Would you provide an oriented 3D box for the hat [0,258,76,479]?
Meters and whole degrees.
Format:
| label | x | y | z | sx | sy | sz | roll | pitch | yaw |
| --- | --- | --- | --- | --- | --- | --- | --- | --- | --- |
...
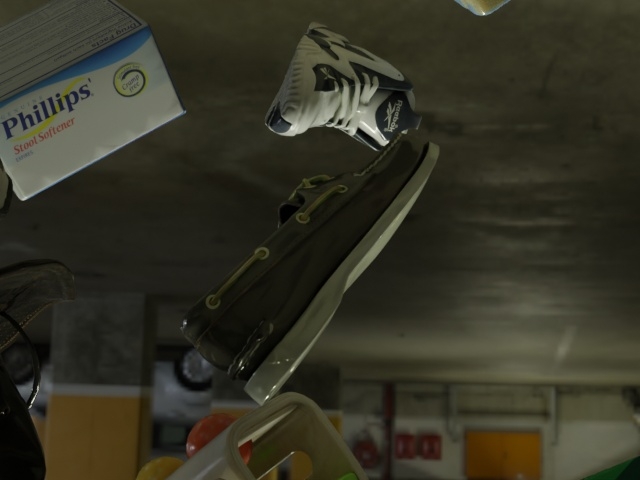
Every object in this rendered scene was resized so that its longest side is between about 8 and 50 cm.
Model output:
| label | x | y | z | sx | sy | sz | roll | pitch | yaw |
| --- | --- | --- | --- | --- | --- | --- | --- | --- | --- |
| hat | -0.260 | 0.141 | 0.701 | 0.331 | 0.134 | 0.331 | -29 | 177 | -1 |

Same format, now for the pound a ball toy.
| label | x | y | z | sx | sy | sz | roll | pitch | yaw |
| --- | --- | --- | --- | --- | --- | --- | --- | --- | --- |
| pound a ball toy | -0.112 | 0.235 | 0.906 | 0.319 | 0.136 | 0.208 | -43 | 167 | 32 |

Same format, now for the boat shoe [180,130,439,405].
| label | x | y | z | sx | sy | sz | roll | pitch | yaw |
| --- | --- | --- | --- | --- | --- | --- | --- | --- | --- |
| boat shoe | 0.001 | -0.003 | 0.934 | 0.091 | 0.305 | 0.109 | 35 | 142 | 4 |

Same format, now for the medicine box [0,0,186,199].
| label | x | y | z | sx | sy | sz | roll | pitch | yaw |
| --- | --- | --- | --- | --- | --- | --- | --- | --- | --- |
| medicine box | -0.376 | -0.222 | 1.635 | 0.263 | 0.149 | 0.289 | -31 | -146 | -13 |

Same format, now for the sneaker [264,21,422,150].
| label | x | y | z | sx | sy | sz | roll | pitch | yaw |
| --- | --- | --- | --- | --- | --- | --- | --- | --- | --- |
| sneaker | 0.035 | -0.145 | 1.186 | 0.153 | 0.094 | 0.235 | 24 | -162 | -4 |

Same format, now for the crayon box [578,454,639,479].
| label | x | y | z | sx | sy | sz | roll | pitch | yaw |
| --- | --- | --- | --- | --- | --- | --- | --- | --- | --- |
| crayon box | 0.352 | 0.298 | 1.030 | 0.313 | 0.106 | 0.363 | -30 | 136 | 31 |

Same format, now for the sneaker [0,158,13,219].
| label | x | y | z | sx | sy | sz | roll | pitch | yaw |
| --- | --- | --- | --- | --- | --- | --- | --- | --- | --- |
| sneaker | -0.290 | -0.086 | 0.845 | 0.169 | 0.258 | 0.447 | -26 | -153 | -10 |

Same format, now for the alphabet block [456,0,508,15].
| label | x | y | z | sx | sy | sz | roll | pitch | yaw |
| --- | --- | --- | --- | --- | --- | --- | --- | --- | --- |
| alphabet block | 0.150 | -0.359 | 1.063 | 0.197 | 0.193 | 0.192 | 54 | -179 | -30 |
